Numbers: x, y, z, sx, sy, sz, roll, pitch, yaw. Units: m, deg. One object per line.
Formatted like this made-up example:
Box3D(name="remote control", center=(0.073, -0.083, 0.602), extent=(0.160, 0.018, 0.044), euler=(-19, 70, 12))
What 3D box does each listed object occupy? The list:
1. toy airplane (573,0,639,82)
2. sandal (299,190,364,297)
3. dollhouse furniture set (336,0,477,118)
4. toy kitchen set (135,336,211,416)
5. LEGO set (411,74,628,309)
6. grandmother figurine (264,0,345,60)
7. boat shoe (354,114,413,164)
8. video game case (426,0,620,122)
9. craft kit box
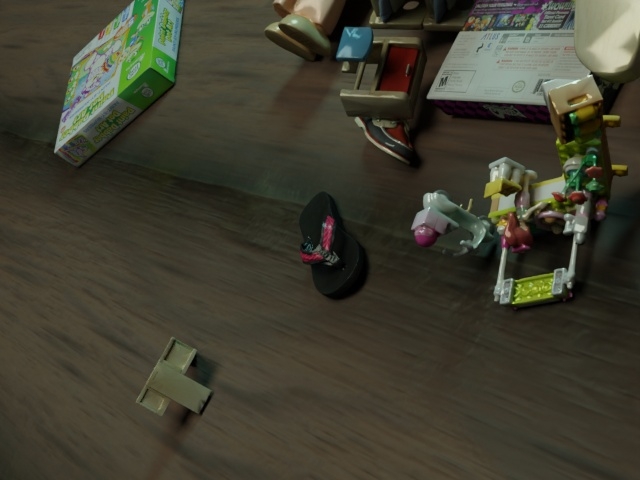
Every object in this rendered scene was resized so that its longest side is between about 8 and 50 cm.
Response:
Box3D(name="toy airplane", center=(0.299, -0.372, 1.117), extent=(0.386, 0.272, 0.384), euler=(-59, 31, 29))
Box3D(name="sandal", center=(0.000, 0.000, 1.397), extent=(0.067, 0.040, 0.179), euler=(-47, 32, 15))
Box3D(name="dollhouse furniture set", center=(0.094, -0.239, 1.364), extent=(0.129, 0.129, 0.183), euler=(4, 60, 20))
Box3D(name="toy kitchen set", center=(-0.159, 0.163, 1.475), extent=(0.083, 0.068, 0.075), euler=(-61, 3, -8))
Box3D(name="LEGO set", center=(0.183, -0.022, 1.072), extent=(0.287, 0.132, 0.107), euler=(136, 149, -64))
Box3D(name="grandmother figurine", center=(0.054, -0.396, 1.637), extent=(0.342, 0.104, 0.208), euler=(-61, 25, -8))
Box3D(name="boat shoe", center=(0.074, -0.122, 1.405), extent=(0.043, 0.049, 0.137), euler=(-51, 25, 11))
Box3D(name="video game case", center=(0.229, -0.215, 1.277), extent=(0.232, 0.042, 0.210), euler=(12, 72, 58))
Box3D(name="craft kit box", center=(-0.324, -0.276, 2.107), extent=(0.250, 0.061, 0.246), euler=(-36, 39, 31))
